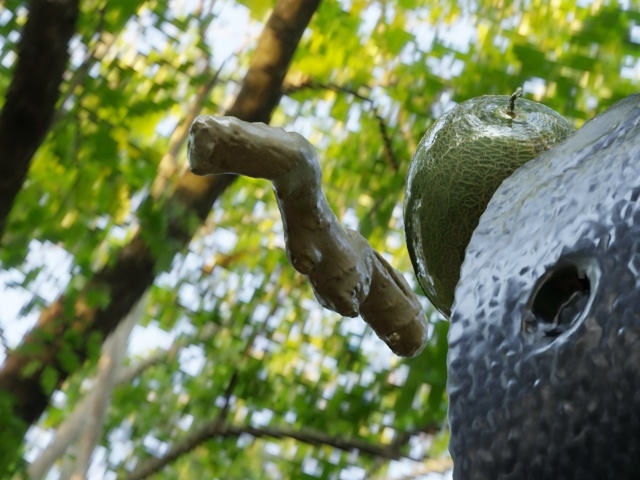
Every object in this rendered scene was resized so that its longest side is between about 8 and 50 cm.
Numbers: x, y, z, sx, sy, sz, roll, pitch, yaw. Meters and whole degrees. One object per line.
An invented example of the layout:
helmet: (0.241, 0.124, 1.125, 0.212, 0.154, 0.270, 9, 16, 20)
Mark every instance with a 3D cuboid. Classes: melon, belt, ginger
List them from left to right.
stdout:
ginger: (0.000, 0.000, 1.406, 0.075, 0.089, 0.288, -14, -40, 27)
melon: (0.126, -0.022, 1.327, 0.139, 0.139, 0.192, 8, -57, 10)
belt: (0.125, 0.027, 0.558, 0.126, 0.230, 0.139, -36, -74, 31)
